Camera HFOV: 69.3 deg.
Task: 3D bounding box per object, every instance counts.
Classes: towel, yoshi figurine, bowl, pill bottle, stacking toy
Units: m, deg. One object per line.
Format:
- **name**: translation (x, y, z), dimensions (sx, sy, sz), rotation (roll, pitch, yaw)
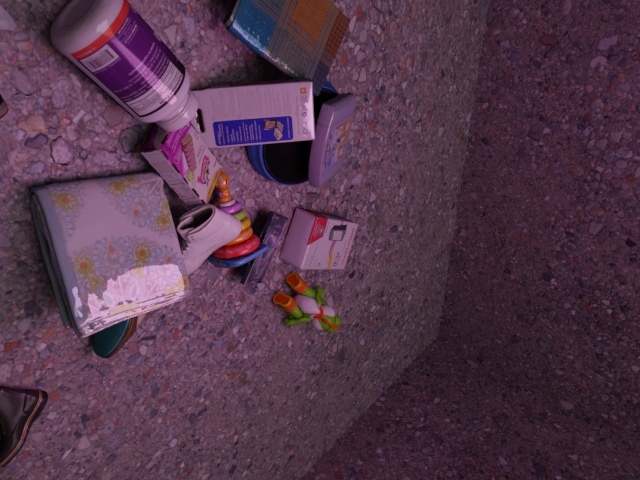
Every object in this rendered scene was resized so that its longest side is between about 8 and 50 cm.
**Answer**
- **towel**: translation (-0.083, -0.627, 1.333), dimensions (0.370, 0.040, 0.271), rotation (24, 90, -45)
- **yoshi figurine**: translation (-0.056, 0.287, 2.030), dimensions (0.362, 0.204, 0.203), rotation (44, 33, -39)
- **towel**: translation (-0.523, 0.023, 1.187), dimensions (0.320, 0.090, 0.374), rotation (-18, 97, -47)
- **bowl**: translation (-0.067, -0.364, 1.588), dimensions (0.391, 0.077, 0.391), rotation (-28, 140, -26)
- **pill bottle**: translation (-0.435, -0.405, 1.080), dimensions (0.181, 0.181, 0.323), rotation (-58, 145, -11)
- **stacking toy**: translation (-0.297, -0.075, 1.500), dimensions (0.166, 0.175, 0.301), rotation (-30, 120, -43)

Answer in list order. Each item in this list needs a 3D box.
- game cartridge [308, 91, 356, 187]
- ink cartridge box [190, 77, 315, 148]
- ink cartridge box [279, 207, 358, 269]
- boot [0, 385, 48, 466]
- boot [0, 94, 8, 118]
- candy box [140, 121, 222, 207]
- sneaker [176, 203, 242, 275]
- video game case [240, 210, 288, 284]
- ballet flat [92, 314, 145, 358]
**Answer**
- **game cartridge**: translation (0.035, -0.330, 1.555), dimensions (0.198, 0.062, 0.297), rotation (-50, 158, -50)
- **ink cartridge box**: translation (-0.203, -0.376, 1.378), dimensions (0.371, 0.069, 0.175), rotation (-8, 121, -9)
- **ink cartridge box**: translation (0.000, 0.000, 1.926), dimensions (0.306, 0.131, 0.226), rotation (5, 105, -52)
- **boot**: translation (-0.822, 0.469, 1.189), dimensions (0.137, 0.077, 0.198), rotation (43, 61, -49)
- **boot**: translation (-0.764, -0.298, 0.762), dimensions (0.377, 0.138, 0.284), rotation (-25, 128, -36)
- **candy box**: translation (-0.380, -0.225, 1.300), dimensions (0.233, 0.071, 0.159), rotation (60, 35, -50)
- **sneaker**: translation (-0.392, -0.001, 1.362), dimensions (0.292, 0.108, 0.169), rotation (-38, 153, 6)
- **video game case**: translation (-0.203, 0.031, 1.705), dimensions (0.196, 0.026, 0.274), rotation (16, 96, -80)
- **ballet flat**: translation (-0.556, 0.172, 1.341), dimensions (0.124, 0.116, 0.342), rotation (-3, 108, -70)
